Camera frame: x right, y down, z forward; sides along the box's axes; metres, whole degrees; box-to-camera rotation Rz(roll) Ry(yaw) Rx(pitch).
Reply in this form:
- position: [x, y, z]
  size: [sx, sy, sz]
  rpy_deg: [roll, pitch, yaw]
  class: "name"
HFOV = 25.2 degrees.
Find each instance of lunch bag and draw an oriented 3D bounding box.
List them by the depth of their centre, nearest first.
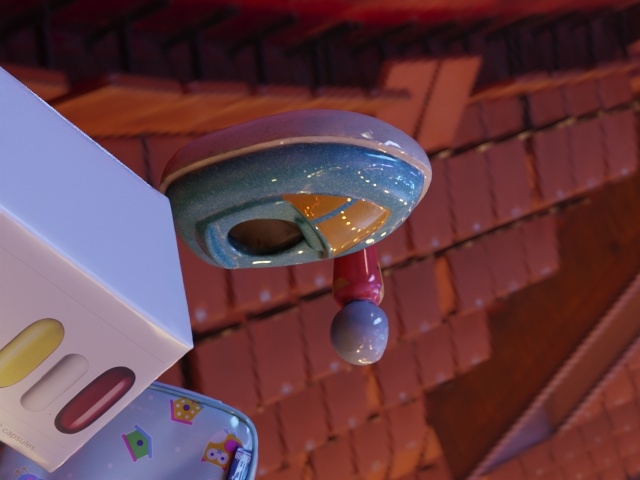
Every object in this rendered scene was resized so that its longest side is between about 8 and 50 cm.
- position: [-0.205, 0.256, 1.476]
  size: [0.279, 0.224, 0.108]
  rpy_deg: [18, 161, -1]
  class: "lunch bag"

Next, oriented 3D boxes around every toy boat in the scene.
- position: [0.000, 0.000, 1.437]
  size: [0.268, 0.148, 0.318]
  rpy_deg: [-13, 145, 16]
  class: "toy boat"

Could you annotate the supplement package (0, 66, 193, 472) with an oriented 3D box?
- position: [-0.236, -0.008, 0.983]
  size: [0.145, 0.262, 0.204]
  rpy_deg: [-42, -150, 15]
  class: "supplement package"
